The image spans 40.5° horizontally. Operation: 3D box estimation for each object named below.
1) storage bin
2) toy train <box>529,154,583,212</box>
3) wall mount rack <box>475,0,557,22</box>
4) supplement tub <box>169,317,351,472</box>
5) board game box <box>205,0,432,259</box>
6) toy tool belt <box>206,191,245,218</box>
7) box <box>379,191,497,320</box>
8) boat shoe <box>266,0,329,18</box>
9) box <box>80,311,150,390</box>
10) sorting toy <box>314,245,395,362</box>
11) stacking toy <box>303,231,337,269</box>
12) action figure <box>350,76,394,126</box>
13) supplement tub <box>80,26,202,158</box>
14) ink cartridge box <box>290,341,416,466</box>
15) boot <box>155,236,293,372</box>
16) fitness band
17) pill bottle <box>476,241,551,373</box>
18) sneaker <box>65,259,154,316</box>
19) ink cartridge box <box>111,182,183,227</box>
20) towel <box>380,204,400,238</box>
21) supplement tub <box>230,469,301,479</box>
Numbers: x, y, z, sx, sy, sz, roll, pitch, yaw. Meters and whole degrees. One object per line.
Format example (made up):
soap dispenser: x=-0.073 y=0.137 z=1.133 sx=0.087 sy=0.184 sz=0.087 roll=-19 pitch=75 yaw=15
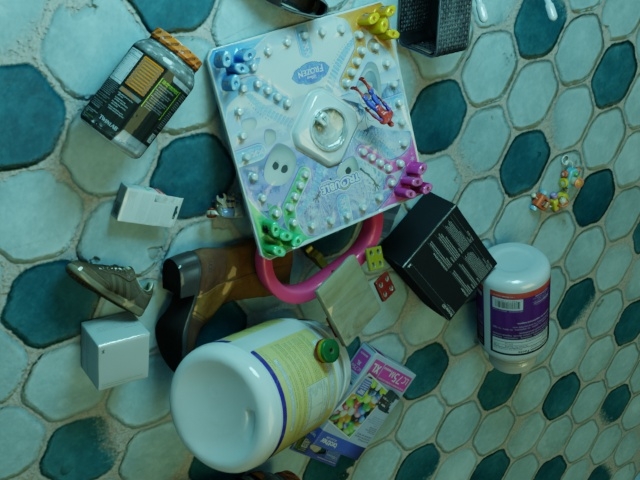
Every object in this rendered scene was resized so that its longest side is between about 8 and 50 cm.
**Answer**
storage bin: x=0.217 y=-0.450 z=1.644 sx=0.084 sy=0.122 sz=0.180 roll=-20 pitch=126 yaw=-29
toy train: x=0.608 y=-0.128 z=2.197 sx=0.125 sy=0.046 sz=0.166 roll=33 pitch=92 yaw=-45
wall mount rack: x=0.379 y=-0.591 z=1.686 sx=0.350 sy=0.130 sz=0.304 roll=-11 pitch=121 yaw=-33
supplement tub: x=-0.105 y=0.284 z=1.681 sx=0.331 sy=0.241 sz=0.241 roll=-14 pitch=126 yaw=-59
board game box: x=0.017 y=-0.206 z=1.596 sx=0.390 sy=0.050 sz=0.390 roll=-23 pitch=109 yaw=-27
toy tool belt: x=-0.178 y=-0.067 z=1.611 sx=0.083 sy=0.052 sz=0.051 roll=2 pitch=82 yaw=-43
box: x=0.271 y=0.038 z=1.986 sx=0.184 sy=0.103 sz=0.261 roll=-51 pitch=135 yaw=-8
boat shoe: x=-0.067 y=-0.432 z=1.468 sx=0.206 sy=0.065 sz=0.075 roll=18 pitch=103 yaw=-43
box: x=-0.373 y=0.199 z=1.575 sx=0.101 sy=0.087 sz=0.102 roll=-12 pitch=121 yaw=-34
sorting toy: x=0.049 y=0.114 z=1.712 sx=0.274 sy=0.046 sz=0.132 roll=-44 pitch=115 yaw=-40
stacking toy: x=0.012 y=-0.064 z=1.755 sx=0.167 sy=0.052 sz=0.221 roll=-43 pitch=133 yaw=-11
action figure: x=0.101 y=-0.250 z=1.594 sx=0.038 sy=0.030 sz=0.115 roll=-50 pitch=119 yaw=-11
supplement tub: x=-0.280 y=-0.235 z=1.376 sx=0.190 sy=0.117 sz=0.117 roll=-52 pitch=135 yaw=-2
ink cartridge box: x=0.081 y=0.411 z=2.084 sx=0.186 sy=0.065 sz=0.311 roll=34 pitch=93 yaw=-44
boot: x=-0.184 y=0.116 z=1.704 sx=0.280 sy=0.096 sz=0.264 roll=-15 pitch=116 yaw=-41
fitness band: x=0.000 y=0.000 z=1.712 sx=0.291 sy=0.054 sz=0.209 roll=-34 pitch=130 yaw=-21
pill bottle: x=0.484 y=0.176 z=2.182 sx=0.181 sy=0.181 sz=0.323 roll=-27 pitch=129 yaw=-24
sneaker: x=-0.370 y=0.067 z=1.531 sx=0.188 sy=0.066 sz=0.071 roll=45 pitch=67 yaw=-50
ink cartridge box: x=-0.303 y=-0.060 z=1.522 sx=0.115 sy=0.029 sz=0.063 roll=9 pitch=108 yaw=-42
towel: x=0.136 y=-0.063 z=1.871 sx=0.067 sy=0.029 sz=0.119 roll=9 pitch=109 yaw=-42
supplement tub: x=-0.185 y=0.626 z=1.901 sx=0.316 sy=0.193 sz=0.193 roll=-11 pitch=121 yaw=-34
